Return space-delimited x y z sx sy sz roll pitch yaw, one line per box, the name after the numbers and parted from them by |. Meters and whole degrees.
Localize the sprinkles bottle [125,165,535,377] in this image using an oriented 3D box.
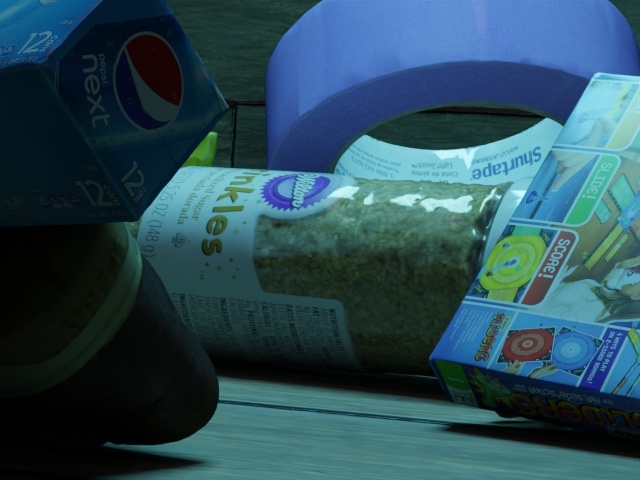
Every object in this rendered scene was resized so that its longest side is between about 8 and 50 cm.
-0.004 0.018 1.044 0.355 0.121 0.121 3 2 26 | sprinkles bottle

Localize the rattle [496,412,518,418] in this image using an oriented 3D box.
0.197 0.065 0.902 0.200 0.130 0.143 -27 -25 13 | rattle

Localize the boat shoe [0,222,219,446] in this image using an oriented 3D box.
-0.169 0.030 0.804 0.342 0.123 0.123 5 -32 48 | boat shoe

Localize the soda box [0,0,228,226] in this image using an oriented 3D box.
-0.142 -0.051 0.688 0.210 0.071 0.067 -2 40 39 | soda box

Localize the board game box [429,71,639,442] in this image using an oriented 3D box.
0.157 0.003 0.858 0.136 0.201 0.035 9 -38 35 | board game box

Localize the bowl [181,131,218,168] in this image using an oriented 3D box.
-0.246 -0.035 1.709 0.290 0.156 0.289 4 1 0 | bowl

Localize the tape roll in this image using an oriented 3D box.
0.097 -0.081 1.284 0.275 0.090 0.275 -2 -30 -1 | tape roll
